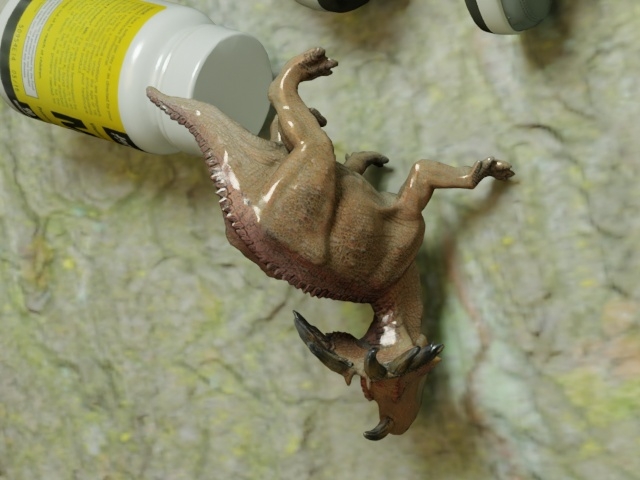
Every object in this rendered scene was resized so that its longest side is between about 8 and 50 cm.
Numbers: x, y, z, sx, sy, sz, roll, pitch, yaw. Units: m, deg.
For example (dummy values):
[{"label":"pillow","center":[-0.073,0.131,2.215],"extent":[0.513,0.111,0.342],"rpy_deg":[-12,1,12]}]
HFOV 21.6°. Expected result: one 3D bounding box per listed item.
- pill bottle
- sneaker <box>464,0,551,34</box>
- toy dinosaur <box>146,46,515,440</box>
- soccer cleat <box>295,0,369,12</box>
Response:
[{"label":"pill bottle","center":[-0.148,-0.133,1.314],"extent":[0.208,0.119,0.119],"rpy_deg":[18,106,35]},{"label":"sneaker","center":[0.185,-0.261,1.053],"extent":[0.178,0.124,0.296],"rpy_deg":[13,121,24]},{"label":"toy dinosaur","center":[0.000,0.000,1.161],"extent":[0.127,0.295,0.200],"rpy_deg":[-20,42,61]},{"label":"soccer cleat","center":[0.023,-0.324,1.163],"extent":[0.143,0.116,0.331],"rpy_deg":[33,115,29]}]
